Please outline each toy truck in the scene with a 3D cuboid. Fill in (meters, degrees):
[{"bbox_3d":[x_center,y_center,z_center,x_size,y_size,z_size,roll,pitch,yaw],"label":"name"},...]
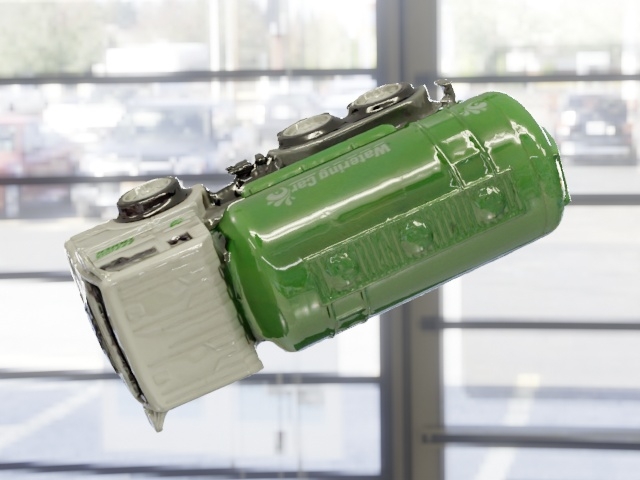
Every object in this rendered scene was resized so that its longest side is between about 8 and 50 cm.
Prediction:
[{"bbox_3d":[0.000,0.000,0.796,0.242,0.101,0.125,-24,19,-9],"label":"toy truck"}]
